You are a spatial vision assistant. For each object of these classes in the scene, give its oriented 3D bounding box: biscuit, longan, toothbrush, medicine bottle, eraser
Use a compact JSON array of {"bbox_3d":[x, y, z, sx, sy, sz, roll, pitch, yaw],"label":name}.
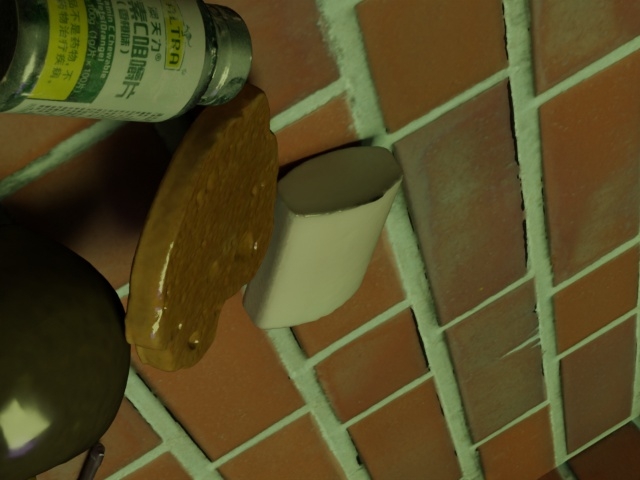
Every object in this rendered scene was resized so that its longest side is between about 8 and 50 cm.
[{"bbox_3d":[-0.133,-0.005,1.781,0.351,0.057,0.312,75,38,-67],"label":"biscuit"},{"bbox_3d":[-0.341,0.135,1.724,0.288,0.288,0.350,-29,165,-10],"label":"longan"},{"bbox_3d":[-0.385,0.413,2.431,0.029,0.024,0.354,-7,146,-29],"label":"toothbrush"},{"bbox_3d":[-0.198,-0.183,1.462,0.293,0.141,0.141,-1,140,-49],"label":"medicine bottle"},{"bbox_3d":[0.000,0.000,2.065,0.174,0.095,0.270,-20,151,-25],"label":"eraser"}]

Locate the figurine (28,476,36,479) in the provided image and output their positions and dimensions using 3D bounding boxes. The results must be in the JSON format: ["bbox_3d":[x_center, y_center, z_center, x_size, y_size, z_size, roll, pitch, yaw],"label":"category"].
[{"bbox_3d":[-0.484,0.347,2.041,0.257,0.167,0.192,-38,168,16],"label":"figurine"}]
